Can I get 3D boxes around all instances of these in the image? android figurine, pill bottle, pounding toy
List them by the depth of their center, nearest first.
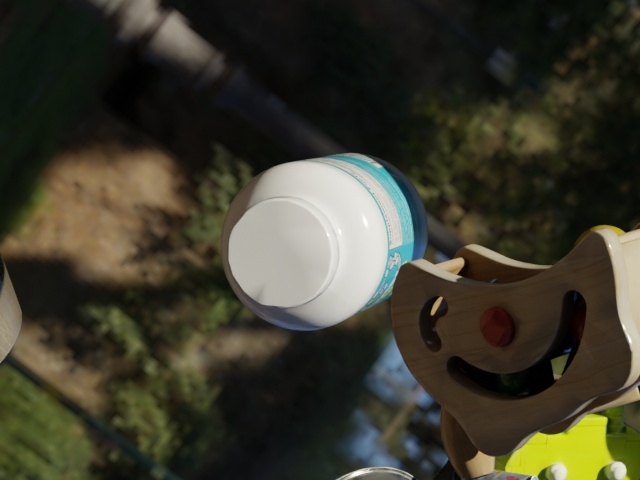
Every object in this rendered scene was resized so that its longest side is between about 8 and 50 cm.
[{"bbox_3d":[0.161,0.057,1.403,0.155,0.154,0.269,-14,164,-44],"label":"pounding toy"},{"bbox_3d":[0.000,0.000,1.726,0.146,0.146,0.264,-51,171,14],"label":"pill bottle"},{"bbox_3d":[0.240,0.275,1.878,0.056,0.248,0.273,-142,-124,-68],"label":"android figurine"}]

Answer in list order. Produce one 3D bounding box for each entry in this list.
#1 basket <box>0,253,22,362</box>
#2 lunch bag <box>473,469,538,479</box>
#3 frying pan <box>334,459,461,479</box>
[{"bbox_3d":[-0.287,-0.014,1.214,0.154,0.227,0.204,-1,-142,27],"label":"basket"},{"bbox_3d":[0.140,0.229,1.586,0.071,0.053,0.083,4,-126,49],"label":"lunch bag"},{"bbox_3d":[0.094,0.291,1.898,0.326,0.197,0.053,-21,-152,-27],"label":"frying pan"}]
